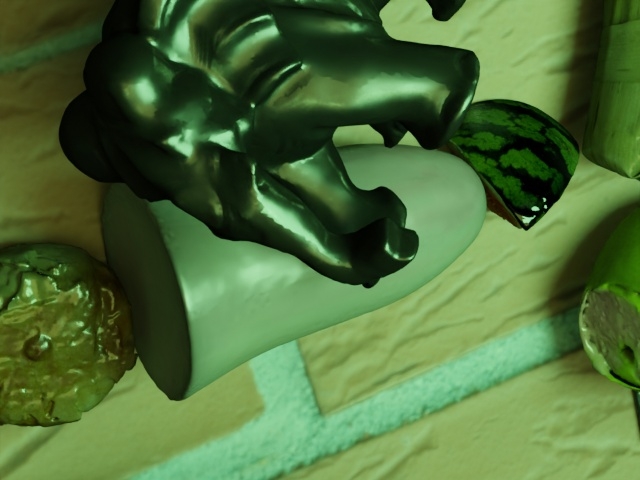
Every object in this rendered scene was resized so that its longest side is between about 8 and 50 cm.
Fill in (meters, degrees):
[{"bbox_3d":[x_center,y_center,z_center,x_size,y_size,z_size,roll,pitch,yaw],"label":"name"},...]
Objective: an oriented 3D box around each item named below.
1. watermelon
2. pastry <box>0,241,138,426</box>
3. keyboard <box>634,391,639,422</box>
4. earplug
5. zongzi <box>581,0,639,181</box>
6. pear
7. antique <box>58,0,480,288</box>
[{"bbox_3d":[0.172,-0.058,1.254,0.135,0.125,0.094,-19,142,-35],"label":"watermelon"},{"bbox_3d":[-0.216,0.074,1.121,0.153,0.081,0.153,-11,115,-26],"label":"pastry"},{"bbox_3d":[0.384,0.138,1.416,0.176,0.014,0.055,-21,110,-16],"label":"keyboard"},{"bbox_3d":[0.000,0.000,1.150,0.301,0.172,0.172,-16,110,-23],"label":"earplug"},{"bbox_3d":[0.347,-0.161,1.273,0.256,0.115,0.228,1,100,-31],"label":"zongzi"},{"bbox_3d":[0.343,0.046,1.290,0.220,0.187,0.187,-22,112,-29],"label":"pear"},{"bbox_3d":[-0.033,-0.127,1.027,0.255,0.185,0.322,21,51,-17],"label":"antique"}]
